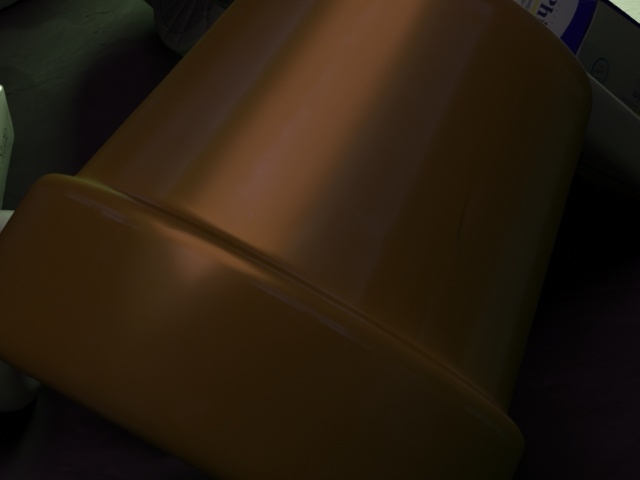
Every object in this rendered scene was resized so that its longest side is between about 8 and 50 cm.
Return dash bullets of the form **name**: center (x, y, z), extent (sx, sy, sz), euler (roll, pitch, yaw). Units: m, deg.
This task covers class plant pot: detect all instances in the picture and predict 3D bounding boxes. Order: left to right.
- **plant pot**: center (0.000, 0.000, 0.720), extent (0.254, 0.254, 0.239), euler (21, 77, 37)

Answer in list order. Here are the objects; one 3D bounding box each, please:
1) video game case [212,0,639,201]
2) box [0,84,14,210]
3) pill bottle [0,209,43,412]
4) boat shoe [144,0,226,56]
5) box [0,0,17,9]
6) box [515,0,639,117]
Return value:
- **video game case**: center (0.048, -0.119, 0.965), extent (0.300, 0.329, 0.036), euler (25, 88, 40)
- **box**: center (-0.382, -0.013, 1.084), extent (0.322, 0.058, 0.232), euler (-9, 33, 1)
- **pill bottle**: center (-0.269, 0.037, 0.912), extent (0.215, 0.117, 0.117), euler (2, 34, 8)
- **boat shoe**: center (-0.079, -0.212, 1.290), extent (0.118, 0.103, 0.320), euler (-47, 28, 12)
- **box**: center (-0.333, -0.270, 1.463), extent (0.183, 0.056, 0.231), euler (23, 44, 38)
- **box**: center (0.153, -0.130, 1.068), extent (0.137, 0.072, 0.126), euler (26, 3, 40)
